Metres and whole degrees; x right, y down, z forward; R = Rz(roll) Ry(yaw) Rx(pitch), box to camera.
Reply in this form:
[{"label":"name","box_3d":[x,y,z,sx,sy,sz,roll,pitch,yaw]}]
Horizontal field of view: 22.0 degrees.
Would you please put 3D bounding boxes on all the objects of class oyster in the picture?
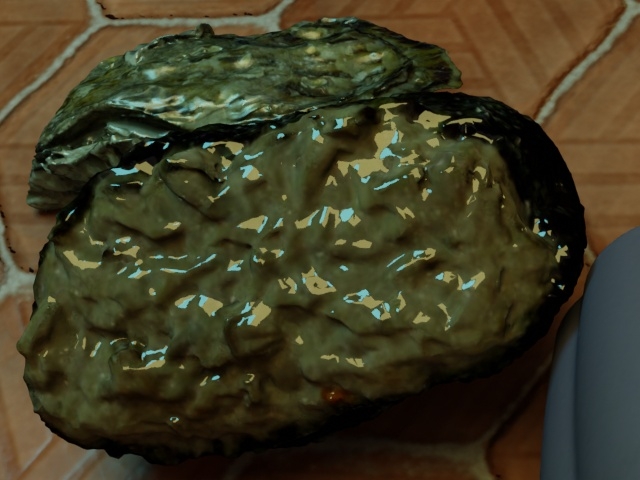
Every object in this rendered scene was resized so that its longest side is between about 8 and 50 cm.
[{"label":"oyster","box_3d":[-0.063,-0.080,1.183,0.350,0.162,0.158,-11,95,16]}]

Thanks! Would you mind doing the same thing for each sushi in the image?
[{"label":"sushi","box_3d":[-0.011,0.018,1.010,0.350,0.171,0.211,-14,89,15]}]

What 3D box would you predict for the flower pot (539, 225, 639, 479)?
[{"label":"flower pot","box_3d":[0.231,0.119,0.889,0.265,0.265,0.243,-14,41,4]}]
